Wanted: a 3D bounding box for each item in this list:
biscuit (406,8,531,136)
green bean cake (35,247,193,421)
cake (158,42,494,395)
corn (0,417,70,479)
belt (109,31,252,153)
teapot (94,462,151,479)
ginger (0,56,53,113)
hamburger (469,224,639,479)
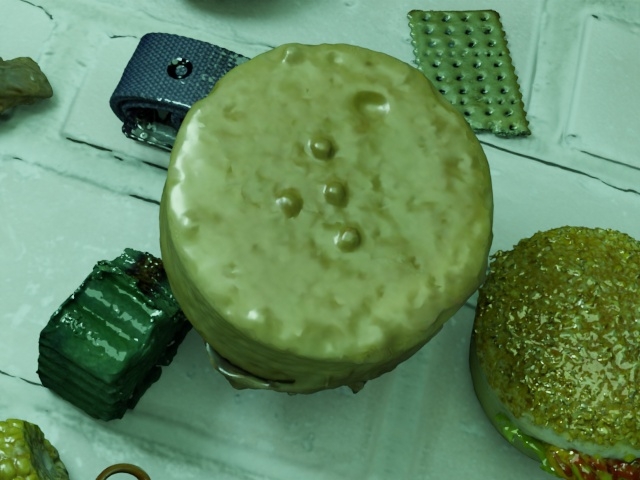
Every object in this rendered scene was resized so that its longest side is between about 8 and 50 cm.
[{"bbox_3d":[0.190,-0.223,1.458,0.144,0.016,0.203,-1,63,-11],"label":"biscuit"},{"bbox_3d":[-0.193,0.075,1.133,0.107,0.208,0.193,36,65,5],"label":"green bean cake"},{"bbox_3d":[-0.009,0.000,1.141,0.332,0.321,0.332,3,72,-9],"label":"cake"},{"bbox_3d":[-0.420,0.280,1.023,0.387,0.144,0.144,-25,71,-20],"label":"corn"},{"bbox_3d":[-0.127,-0.143,1.297,0.230,0.140,0.126,21,67,-1],"label":"belt"},{"bbox_3d":[-0.193,0.302,1.079,0.116,0.116,0.173,7,61,-7],"label":"teapot"},{"bbox_3d":[-0.423,-0.123,1.255,0.122,0.084,0.290,34,62,14],"label":"ginger"},{"bbox_3d":[0.301,0.120,1.214,0.276,0.179,0.294,-16,68,-17],"label":"hamburger"}]
